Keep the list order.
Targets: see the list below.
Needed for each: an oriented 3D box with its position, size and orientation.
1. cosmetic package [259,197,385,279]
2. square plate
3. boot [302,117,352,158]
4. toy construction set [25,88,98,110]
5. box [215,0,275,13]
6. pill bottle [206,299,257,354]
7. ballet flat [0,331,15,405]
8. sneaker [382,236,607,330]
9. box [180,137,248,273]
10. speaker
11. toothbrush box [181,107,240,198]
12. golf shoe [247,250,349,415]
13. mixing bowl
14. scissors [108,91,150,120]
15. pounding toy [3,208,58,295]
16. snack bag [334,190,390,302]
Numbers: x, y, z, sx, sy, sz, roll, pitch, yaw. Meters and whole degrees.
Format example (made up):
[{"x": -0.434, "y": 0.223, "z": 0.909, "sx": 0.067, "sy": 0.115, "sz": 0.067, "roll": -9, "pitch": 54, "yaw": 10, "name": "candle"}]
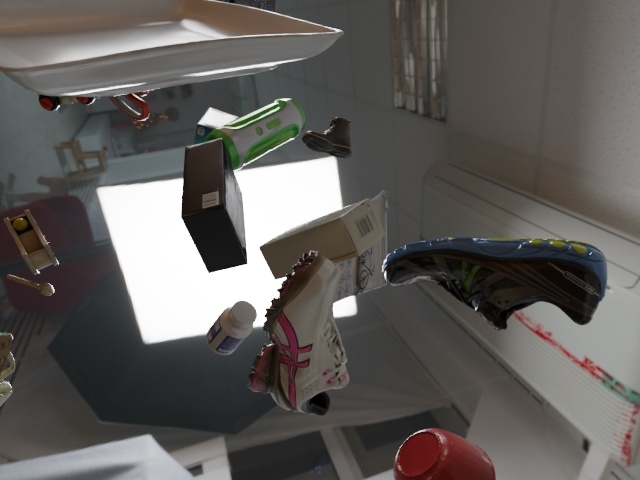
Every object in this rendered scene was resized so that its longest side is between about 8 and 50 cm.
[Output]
[{"x": 0.000, "y": 0.000, "z": 1.291, "sx": 0.309, "sy": 0.160, "sz": 0.113, "roll": -19, "pitch": -80, "yaw": 41, "name": "cosmetic package"}, {"x": -0.211, "y": -0.230, "z": 0.532, "sx": 0.344, "sy": 0.347, "sz": 0.049, "roll": 31, "pitch": -48, "yaw": 35, "name": "square plate"}, {"x": 0.023, "y": -0.369, "z": 1.606, "sx": 0.076, "sy": 0.197, "sz": 0.137, "roll": -13, "pitch": -110, "yaw": 46, "name": "boot"}, {"x": -0.646, "y": -0.451, "z": 1.178, "sx": 0.151, "sy": 0.327, "sz": 0.215, "roll": -63, "pitch": 148, "yaw": -47, "name": "toy construction set"}, {"x": -0.164, "y": -0.542, "z": 1.023, "sx": 0.296, "sy": 0.073, "sz": 0.294, "roll": -67, "pitch": 164, "yaw": -61, "name": "box"}, {"x": -0.275, "y": 0.270, "z": 1.485, "sx": 0.187, "sy": 0.111, "sz": 0.112, "roll": -48, "pitch": -129, "yaw": 39, "name": "pill bottle"}, {"x": -0.887, "y": 0.378, "z": 1.262, "sx": 0.116, "sy": 0.124, "sz": 0.343, "roll": 31, "pitch": -68, "yaw": 21, "name": "ballet flat"}, {"x": 0.133, "y": 0.036, "z": 0.401, "sx": 0.188, "sy": 0.067, "sz": 0.078, "roll": 2, "pitch": -89, "yaw": 37, "name": "sneaker"}, {"x": -0.245, "y": -0.085, "z": 1.107, "sx": 0.261, "sy": 0.103, "sz": 0.184, "roll": -104, "pitch": 178, "yaw": -46, "name": "box"}, {"x": -0.178, "y": -0.300, "z": 1.328, "sx": 0.131, "sy": 0.296, "sz": 0.131, "roll": 28, "pitch": -42, "yaw": 29, "name": "speaker"}, {"x": -0.399, "y": -0.303, "z": 1.730, "sx": 0.216, "sy": 0.126, "sz": 0.296, "roll": -90, "pitch": -162, "yaw": -59, "name": "toothbrush box"}, {"x": -0.006, "y": 0.085, "z": 0.406, "sx": 0.067, "sy": 0.085, "sz": 0.186, "roll": -53, "pitch": 165, "yaw": -44, "name": "golf shoe"}, {"x": 0.194, "y": 0.397, "z": 0.817, "sx": 0.098, "sy": 0.181, "sz": 0.181, "roll": 52, "pitch": -8, "yaw": -15, "name": "mixing bowl"}, {"x": -0.431, "y": -0.339, "z": 0.871, "sx": 0.297, "sy": 0.021, "sz": 0.109, "roll": 37, "pitch": -44, "yaw": -1, "name": "scissors"}, {"x": -0.933, "y": 0.047, "z": 1.492, "sx": 0.270, "sy": 0.154, "sz": 0.154, "roll": 56, "pitch": -27, "yaw": 9, "name": "pounding toy"}, {"x": 0.126, "y": 0.033, "z": 1.603, "sx": 0.342, "sy": 0.037, "sz": 0.324, "roll": -28, "pitch": -125, "yaw": 59, "name": "snack bag"}]
